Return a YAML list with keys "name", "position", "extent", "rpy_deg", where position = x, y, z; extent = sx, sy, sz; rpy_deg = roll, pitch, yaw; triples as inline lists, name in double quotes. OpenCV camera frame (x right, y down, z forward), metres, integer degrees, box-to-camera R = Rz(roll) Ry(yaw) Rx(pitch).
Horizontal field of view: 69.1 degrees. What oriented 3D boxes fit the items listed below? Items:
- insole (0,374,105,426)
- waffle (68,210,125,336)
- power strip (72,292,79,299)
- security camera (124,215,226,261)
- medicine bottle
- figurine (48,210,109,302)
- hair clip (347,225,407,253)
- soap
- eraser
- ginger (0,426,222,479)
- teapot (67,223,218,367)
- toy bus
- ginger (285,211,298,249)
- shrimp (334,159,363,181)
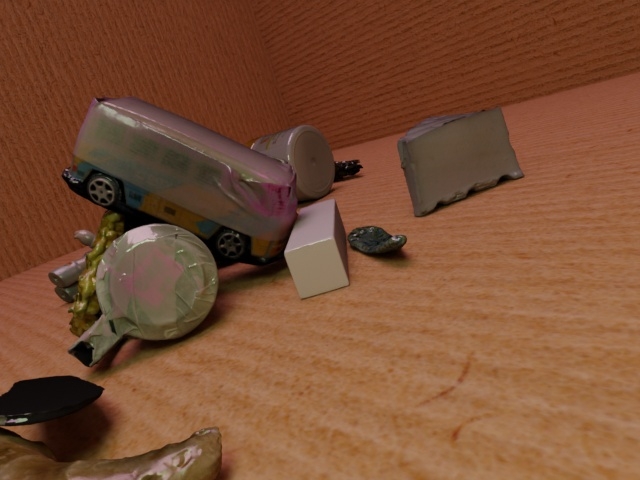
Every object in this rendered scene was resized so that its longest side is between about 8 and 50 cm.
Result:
- name: "insole"
  position: [-0.308, 0.170, 0.517]
  extent: [0.110, 0.012, 0.309]
  rpy_deg: [0, -10, -32]
- name: "waffle"
  position: [-0.399, 0.056, 0.834]
  extent: [0.059, 0.237, 0.243]
  rpy_deg: [14, -14, -25]
- name: "power strip"
  position: [-0.418, 0.087, 1.065]
  extent: [0.272, 0.052, 0.078]
  rpy_deg: [-31, 18, -37]
- name: "security camera"
  position: [-0.263, -0.023, 1.007]
  extent: [0.197, 0.191, 0.277]
  rpy_deg: [-20, 7, 44]
- name: "medicine bottle"
  position: [-0.108, -0.235, 1.506]
  extent: [0.232, 0.237, 0.238]
  rpy_deg: [-7, 18, 37]
- name: "figurine"
  position: [-0.547, 0.035, 1.292]
  extent: [0.205, 0.224, 0.381]
  rpy_deg: [12, 52, 23]
- name: "hair clip"
  position: [0.094, 0.001, 0.756]
  extent: [0.066, 0.036, 0.229]
  rpy_deg: [-16, 7, -9]
- name: "soap"
  position: [0.237, -0.175, 1.013]
  extent: [0.258, 0.158, 0.302]
  rpy_deg: [-24, 13, -13]
- name: "eraser"
  position: [0.000, 0.001, 0.794]
  extent: [0.076, 0.078, 0.298]
  rpy_deg: [-17, 14, 7]
- name: "ginger"
  position: [-0.216, 0.190, 0.368]
  extent: [0.295, 0.086, 0.131]
  rpy_deg: [-7, -3, 10]
- name: "teapot"
  position: [-0.251, 0.090, 0.712]
  extent: [0.163, 0.221, 0.178]
  rpy_deg: [19, -8, -12]
- name: "toy bus"
  position: [-0.216, -0.108, 0.801]
  extent: [0.386, 0.162, 0.171]
  rpy_deg: [24, 28, -4]
- name: "ginger"
  position: [-0.078, -0.018, 0.973]
  extent: [0.103, 0.073, 0.162]
  rpy_deg: [-13, 14, 18]
- name: "shrimp"
  position: [-0.013, -0.221, 1.707]
  extent: [0.365, 0.071, 0.233]
  rpy_deg: [-4, 30, 45]
